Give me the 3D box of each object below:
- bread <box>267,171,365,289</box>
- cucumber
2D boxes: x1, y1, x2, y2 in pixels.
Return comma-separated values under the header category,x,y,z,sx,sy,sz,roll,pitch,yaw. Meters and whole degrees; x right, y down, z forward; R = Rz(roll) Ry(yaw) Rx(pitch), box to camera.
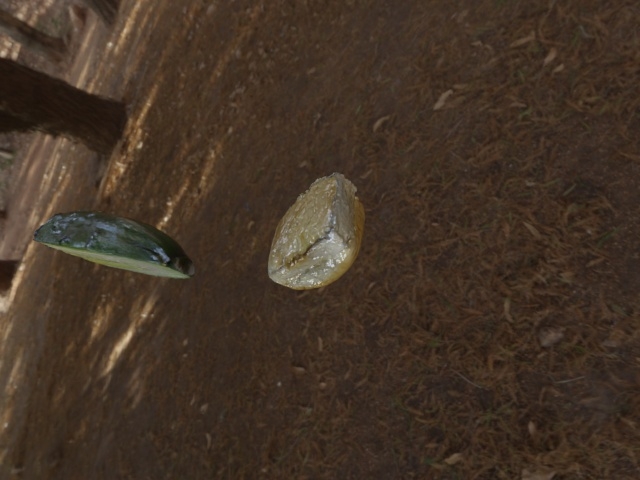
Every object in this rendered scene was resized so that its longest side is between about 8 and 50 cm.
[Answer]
category,x,y,z,sx,sy,sz,roll,pitch,yaw
bread,0.000,-0.001,0.515,0.125,0.082,0.106,-36,38,37
cucumber,-0.130,0.002,0.305,0.108,0.067,0.035,8,72,24
